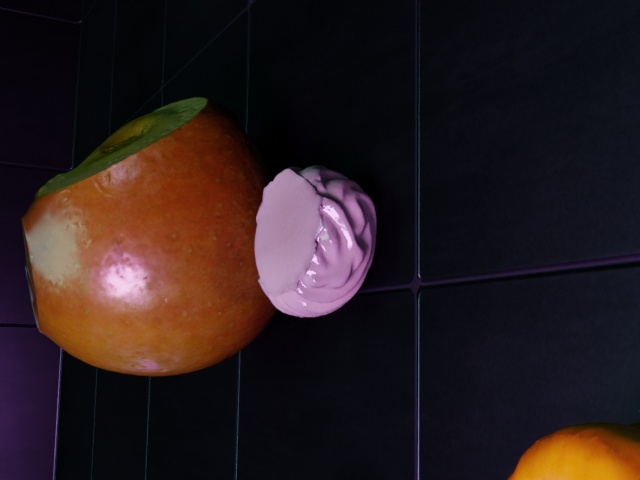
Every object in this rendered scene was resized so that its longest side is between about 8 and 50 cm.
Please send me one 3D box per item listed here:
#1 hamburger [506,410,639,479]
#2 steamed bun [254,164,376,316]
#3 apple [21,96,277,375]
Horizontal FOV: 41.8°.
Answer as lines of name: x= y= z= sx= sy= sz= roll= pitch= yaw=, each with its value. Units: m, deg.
hamburger: x=0.209 y=0.214 z=0.456 sx=0.246 sy=0.170 sz=0.246 roll=-179 pitch=90 yaw=-75
steamed bun: x=0.000 y=0.000 z=0.980 sx=0.183 sy=0.106 sz=0.183 roll=-16 pitch=70 yaw=53
apple: x=-0.232 y=-0.005 z=1.146 sx=0.374 sy=0.374 sz=0.384 roll=-49 pitch=48 yaw=49
